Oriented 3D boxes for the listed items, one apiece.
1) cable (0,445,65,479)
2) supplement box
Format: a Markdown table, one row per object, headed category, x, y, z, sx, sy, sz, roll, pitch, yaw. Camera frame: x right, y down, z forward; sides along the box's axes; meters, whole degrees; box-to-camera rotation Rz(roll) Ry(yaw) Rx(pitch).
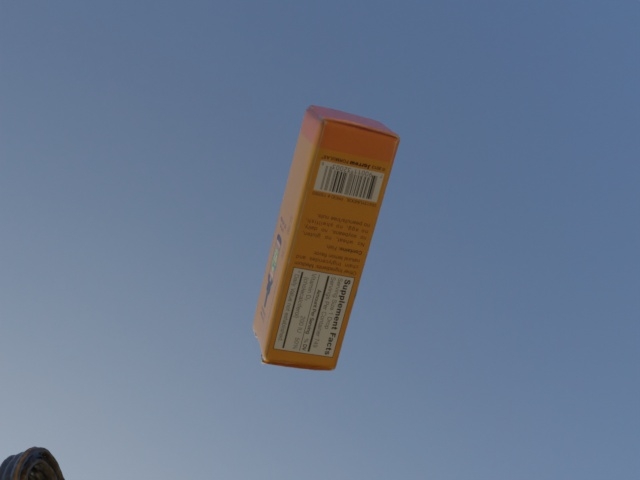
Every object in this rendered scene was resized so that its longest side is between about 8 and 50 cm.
| category | x | y | z | sx | sy | sz | roll | pitch | yaw |
| --- | --- | --- | --- | --- | --- | --- | --- | --- | --- |
| cable | -0.189 | 0.241 | 0.478 | 0.072 | 0.287 | 0.139 | -30 | -75 | 12 |
| supplement box | 0.000 | 0.000 | 0.707 | 0.080 | 0.078 | 0.233 | 12 | -74 | -16 |
